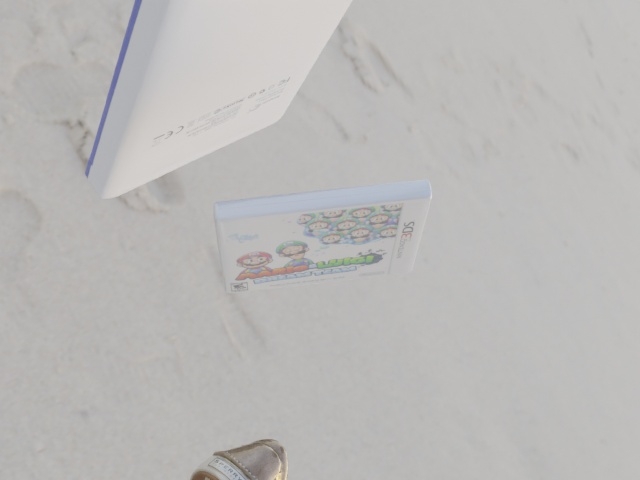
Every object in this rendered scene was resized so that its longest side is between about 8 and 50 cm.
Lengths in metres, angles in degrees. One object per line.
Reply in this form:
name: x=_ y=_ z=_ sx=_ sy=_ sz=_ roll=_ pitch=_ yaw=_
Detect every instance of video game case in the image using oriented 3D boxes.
video game case: x=0.000 y=0.000 z=0.825 sx=0.143 sy=0.157 sz=0.019 roll=94 pitch=-11 yaw=-66

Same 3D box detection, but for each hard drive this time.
hard drive: x=-0.074 y=-0.153 z=0.875 sx=0.210 sy=0.319 sz=0.040 roll=-29 pitch=80 yaw=-28

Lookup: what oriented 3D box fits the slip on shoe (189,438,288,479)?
slip on shoe: x=-0.048 y=0.147 z=0.532 sx=0.051 sy=0.135 sz=0.041 roll=34 pitch=42 yaw=23
